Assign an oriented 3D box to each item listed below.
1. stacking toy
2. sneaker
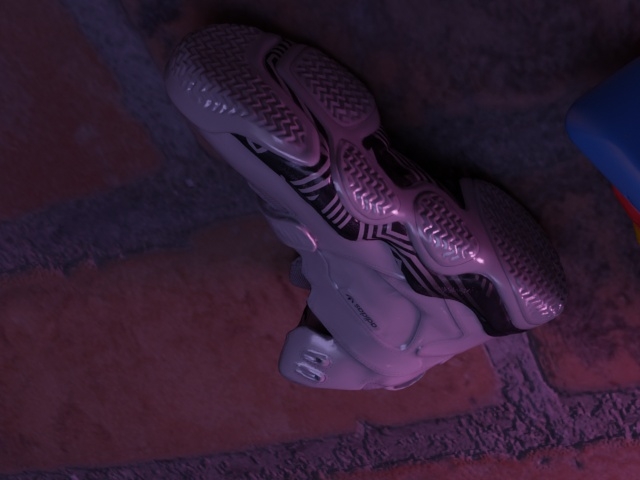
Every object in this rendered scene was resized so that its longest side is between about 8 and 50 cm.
[{"bbox_3d":[0.299,-0.004,0.805,0.166,0.175,0.302,-32,144,-3],"label":"stacking toy"},{"bbox_3d":[0.000,0.000,0.856,0.366,0.137,0.210,32,127,-23],"label":"sneaker"}]
